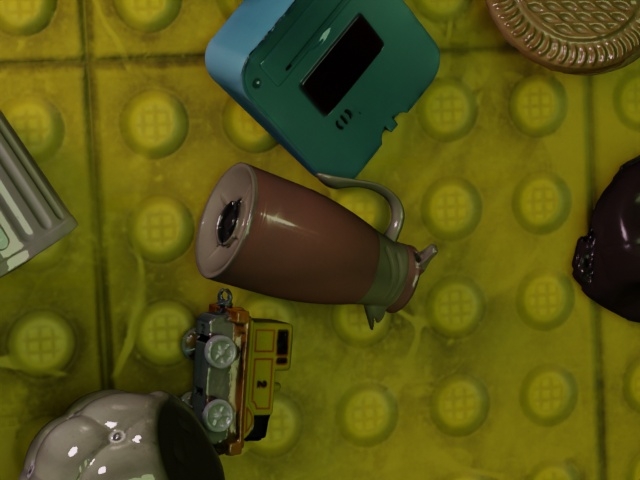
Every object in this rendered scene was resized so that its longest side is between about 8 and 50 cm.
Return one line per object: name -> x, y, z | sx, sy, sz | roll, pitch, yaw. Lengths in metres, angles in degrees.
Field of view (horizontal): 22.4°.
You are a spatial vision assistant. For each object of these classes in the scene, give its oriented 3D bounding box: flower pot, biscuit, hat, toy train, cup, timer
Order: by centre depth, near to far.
cup -> -0.413, -0.045, 1.818 | 0.221, 0.167, 0.202 | -36, 101, -37
flower pot -> -0.229, 0.293, 1.870 | 0.195, 0.246, 0.246 | -23, 102, 17
toy train -> -0.102, 0.168, 1.981 | 0.127, 0.089, 0.219 | 3, 92, -28
timer -> 0.009, -0.218, 1.993 | 0.232, 0.091, 0.250 | -51, 128, -10
biscuit -> 0.329, -0.326, 2.064 | 0.259, 0.079, 0.259 | 2, 76, -7
hat -> 0.516, -0.011, 2.105 | 0.336, 0.209, 0.238 | -9, 93, -19

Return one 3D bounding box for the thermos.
thermos -> 0.000, 0.000, 1.978 | 0.265, 0.146, 0.176 | 17, 89, -26
